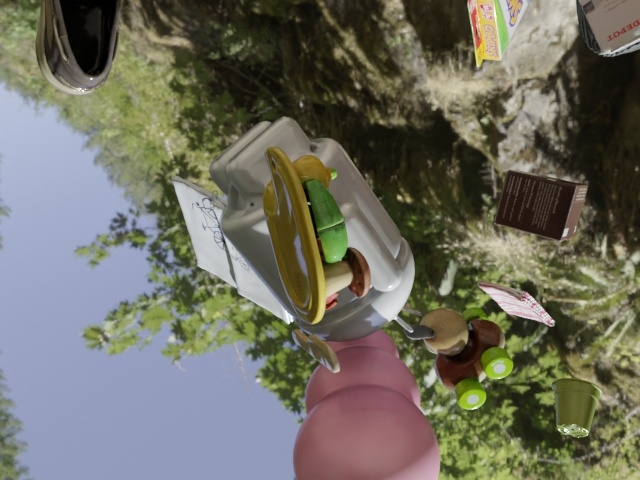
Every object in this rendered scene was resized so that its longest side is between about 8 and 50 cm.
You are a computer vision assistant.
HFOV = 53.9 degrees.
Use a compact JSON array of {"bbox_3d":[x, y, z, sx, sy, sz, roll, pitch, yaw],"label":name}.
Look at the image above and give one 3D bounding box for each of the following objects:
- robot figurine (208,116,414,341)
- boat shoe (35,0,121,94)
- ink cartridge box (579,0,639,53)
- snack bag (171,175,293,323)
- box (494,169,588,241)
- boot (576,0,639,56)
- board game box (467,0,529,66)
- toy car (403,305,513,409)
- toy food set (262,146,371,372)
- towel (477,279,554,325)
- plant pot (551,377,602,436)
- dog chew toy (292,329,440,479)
[{"bbox_3d":[0.000,0.000,0.884,0.200,0.353,0.300,-42,-157,-14],"label":"robot figurine"},{"bbox_3d":[-0.333,-0.390,0.899,0.132,0.356,0.130,-11,-162,-40],"label":"boat shoe"},{"bbox_3d":[0.378,-0.321,0.770,0.109,0.151,0.063,-25,178,44],"label":"ink cartridge box"},{"bbox_3d":[-0.211,0.020,1.472,0.342,0.323,0.037,28,-125,29],"label":"snack bag"},{"bbox_3d":[0.652,-0.107,1.860,0.203,0.167,0.168,18,-167,30],"label":"box"},{"bbox_3d":[0.698,-0.416,1.004,0.445,0.146,0.367,-14,-162,-1],"label":"boot"},{"bbox_3d":[0.272,-0.376,0.887,0.039,0.124,0.259,19,-113,31],"label":"board game box"},{"bbox_3d":[0.215,0.178,1.112,0.188,0.149,0.155,27,-159,-17],"label":"toy car"},{"bbox_3d":[0.001,0.008,0.633,0.071,0.218,0.128,-14,-176,-20],"label":"toy food set"},{"bbox_3d":[0.514,0.169,1.656,0.144,0.197,0.029,16,-107,49],"label":"towel"},{"bbox_3d":[0.437,0.291,1.082,0.083,0.083,0.079,5,-126,23],"label":"plant pot"},{"bbox_3d":[0.064,0.256,0.950,0.206,0.207,0.332,-8,-145,6],"label":"dog chew toy"}]
